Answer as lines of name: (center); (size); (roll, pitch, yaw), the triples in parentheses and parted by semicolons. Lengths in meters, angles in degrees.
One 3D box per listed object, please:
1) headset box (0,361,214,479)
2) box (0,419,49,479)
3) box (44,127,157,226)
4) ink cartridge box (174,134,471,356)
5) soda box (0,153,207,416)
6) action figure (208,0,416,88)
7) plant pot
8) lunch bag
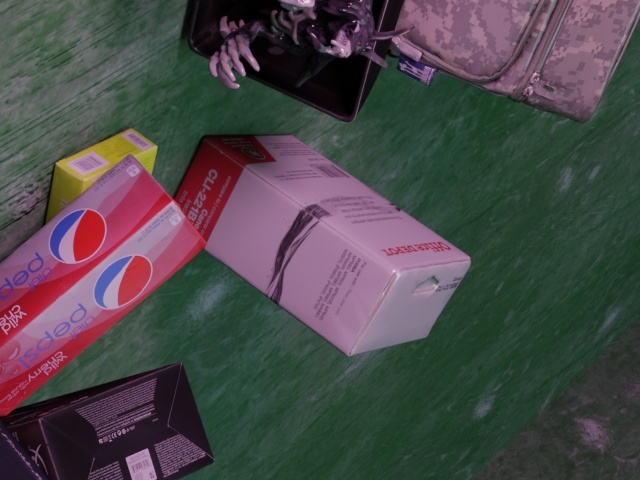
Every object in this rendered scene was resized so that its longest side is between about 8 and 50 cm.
headset box: (-0.289, 0.222, 1.771); (0.293, 0.110, 0.218); (-18, 180, 36)
box: (-0.357, 0.264, 1.326); (0.297, 0.480, 0.472); (-44, 157, 0)
box: (-0.227, -0.016, 1.811); (0.109, 0.042, 0.178); (-30, 146, -45)
ink cartridge box: (0.000, 0.000, 1.983); (0.197, 0.273, 0.114); (-7, 128, -61)
soda box: (-0.243, 0.044, 1.728); (0.263, 0.083, 0.092); (-41, 145, -5)
action figure: (-0.048, -0.213, 1.601); (0.164, 0.275, 0.141); (-53, -164, 36)
plant pot: (0.002, -0.260, 1.772); (0.167, 0.188, 0.187); (-51, 162, -49)
lunch bag: (0.233, -0.311, 2.075); (0.212, 0.256, 0.305); (-91, -157, -65)
